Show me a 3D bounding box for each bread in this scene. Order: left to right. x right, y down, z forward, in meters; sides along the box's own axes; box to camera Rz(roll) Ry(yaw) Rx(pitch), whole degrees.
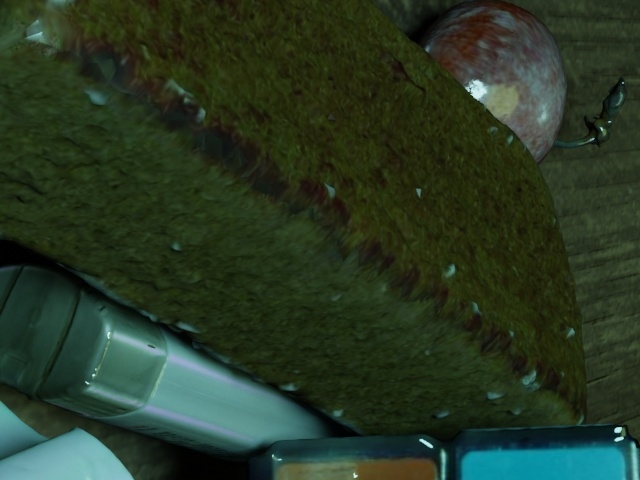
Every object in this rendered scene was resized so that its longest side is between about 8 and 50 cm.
[{"bbox_3d":[-0.020,-0.033,0.719,0.416,0.113,0.165,35,43,-47],"label":"bread"}]

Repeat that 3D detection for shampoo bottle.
[{"bbox_3d":[-0.061,0.066,0.780,0.227,0.086,0.055,28,81,-54],"label":"shampoo bottle"}]

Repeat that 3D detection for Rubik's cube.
[{"bbox_3d":[0.065,0.194,0.781,0.167,0.180,0.183,71,15,-67],"label":"Rubik's cube"}]

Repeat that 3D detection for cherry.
[{"bbox_3d":[0.115,-0.088,0.985,0.225,0.090,0.107,-17,107,-55],"label":"cherry"}]

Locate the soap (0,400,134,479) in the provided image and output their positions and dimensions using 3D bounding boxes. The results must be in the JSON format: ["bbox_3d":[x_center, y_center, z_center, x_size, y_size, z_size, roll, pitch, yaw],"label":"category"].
[{"bbox_3d":[-0.176,0.183,0.626,0.347,0.115,0.208,-18,115,-52],"label":"soap"}]
